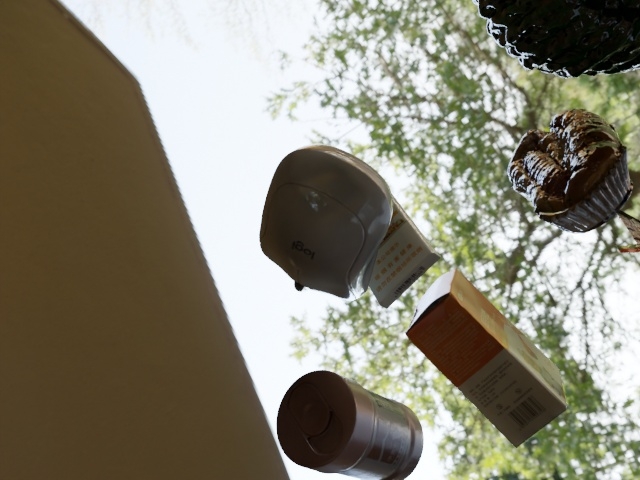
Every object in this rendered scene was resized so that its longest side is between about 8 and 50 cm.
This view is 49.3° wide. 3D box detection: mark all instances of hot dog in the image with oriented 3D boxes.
[{"bbox_3d":[0.273,-0.080,0.772,0.069,0.131,0.252,39,-160,-9],"label":"hot dog"}]

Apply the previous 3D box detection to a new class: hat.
[{"bbox_3d":[0.316,-0.284,0.630,0.242,0.274,0.332,62,163,-5],"label":"hat"}]

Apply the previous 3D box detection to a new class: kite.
[{"bbox_3d":[0.680,0.010,1.439,0.183,0.014,0.241,-2,-133,-21],"label":"kite"}]

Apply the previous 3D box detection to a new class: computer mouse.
[{"bbox_3d":[0.000,0.000,0.961,0.184,0.297,0.121,28,-126,3],"label":"computer mouse"}]

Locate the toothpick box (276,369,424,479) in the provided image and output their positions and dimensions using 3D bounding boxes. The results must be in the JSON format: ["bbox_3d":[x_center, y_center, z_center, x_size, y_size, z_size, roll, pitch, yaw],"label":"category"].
[{"bbox_3d":[0.035,0.203,0.744,0.149,0.098,0.098,34,-145,-48],"label":"toothpick box"}]

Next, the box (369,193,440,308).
[{"bbox_3d":[0.099,-0.005,1.144,0.032,0.122,0.220,29,-159,-40],"label":"box"}]

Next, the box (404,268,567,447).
[{"bbox_3d":[0.353,0.240,1.507,0.341,0.143,0.225,46,-162,2],"label":"box"}]
